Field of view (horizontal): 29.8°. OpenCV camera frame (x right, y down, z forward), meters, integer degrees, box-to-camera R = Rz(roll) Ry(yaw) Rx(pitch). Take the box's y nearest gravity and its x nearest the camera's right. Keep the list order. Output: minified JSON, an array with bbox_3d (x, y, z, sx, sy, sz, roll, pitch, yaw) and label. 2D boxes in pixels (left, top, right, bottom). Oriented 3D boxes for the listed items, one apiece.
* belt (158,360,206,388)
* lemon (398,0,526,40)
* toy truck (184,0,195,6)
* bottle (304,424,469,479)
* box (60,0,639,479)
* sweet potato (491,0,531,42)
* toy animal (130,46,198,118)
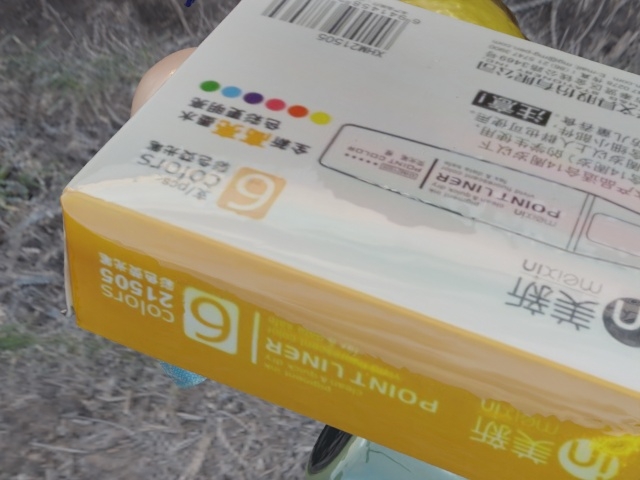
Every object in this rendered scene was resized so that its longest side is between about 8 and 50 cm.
[{"bbox_3d":[-0.174,0.148,1.801,0.147,0.163,0.082,-35,99,-4],"label":"belt"},{"bbox_3d":[0.054,-0.068,0.900,0.236,0.236,0.263,44,90,8],"label":"lemon"},{"bbox_3d":[-0.168,-0.304,0.857,0.268,0.155,0.124,31,64,-8],"label":"toy truck"},{"bbox_3d":[0.157,0.323,1.460,0.347,0.168,0.168,36,84,-11],"label":"bottle"},{"bbox_3d":[0.052,-0.010,0.547,0.274,0.091,0.221,20,44,14],"label":"box"},{"bbox_3d":[0.108,-0.188,1.085,0.131,0.336,0.131,-2,83,22],"label":"sweet potato"},{"bbox_3d":[-0.093,-0.060,1.147,0.154,0.166,0.250,-22,103,6],"label":"toy animal"}]
